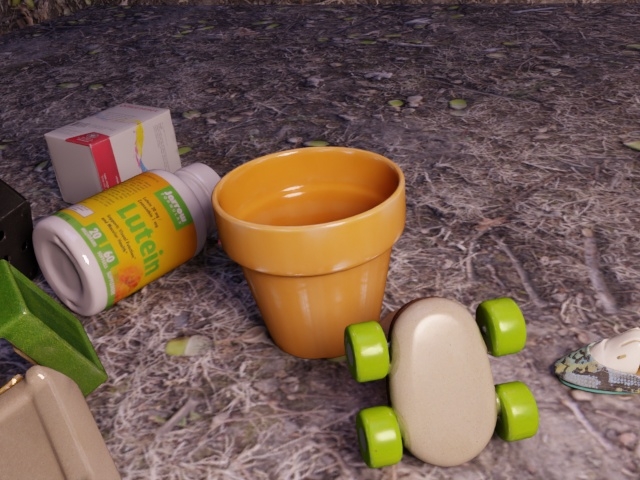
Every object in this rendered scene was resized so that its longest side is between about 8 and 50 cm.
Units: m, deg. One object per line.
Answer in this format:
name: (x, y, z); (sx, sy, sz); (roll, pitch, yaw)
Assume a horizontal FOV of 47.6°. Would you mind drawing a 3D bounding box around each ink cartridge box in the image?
ink cartridge box: (-0.347, -0.145, 1.239); (0.128, 0.127, 0.176); (15, 36, 34)

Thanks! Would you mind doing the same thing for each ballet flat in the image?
ballet flat: (0.324, 0.114, 0.698); (0.188, 0.070, 0.070); (3, 30, 17)

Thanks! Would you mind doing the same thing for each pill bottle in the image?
pill bottle: (-0.241, -0.014, 0.972); (0.136, 0.136, 0.245); (18, 37, 37)

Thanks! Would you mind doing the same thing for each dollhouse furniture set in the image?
dollhouse furniture set: (-0.297, 0.198, 0.681); (0.197, 0.151, 0.301); (-35, 53, -8)

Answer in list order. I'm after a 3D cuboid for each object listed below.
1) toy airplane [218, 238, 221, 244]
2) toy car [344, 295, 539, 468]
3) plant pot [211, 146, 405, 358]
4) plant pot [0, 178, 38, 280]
toy airplane: (-0.065, 0.005, 1.009); (0.151, 0.028, 0.151); (4, 32, -3)
toy car: (0.094, 0.125, 0.706); (0.155, 0.149, 0.188); (-8, 0, -10)
plant pot: (-0.005, 0.020, 0.808); (0.205, 0.188, 0.205); (-5, 29, 3)
plant pot: (-0.486, 0.006, 0.959); (0.167, 0.188, 0.187); (13, 33, 11)
